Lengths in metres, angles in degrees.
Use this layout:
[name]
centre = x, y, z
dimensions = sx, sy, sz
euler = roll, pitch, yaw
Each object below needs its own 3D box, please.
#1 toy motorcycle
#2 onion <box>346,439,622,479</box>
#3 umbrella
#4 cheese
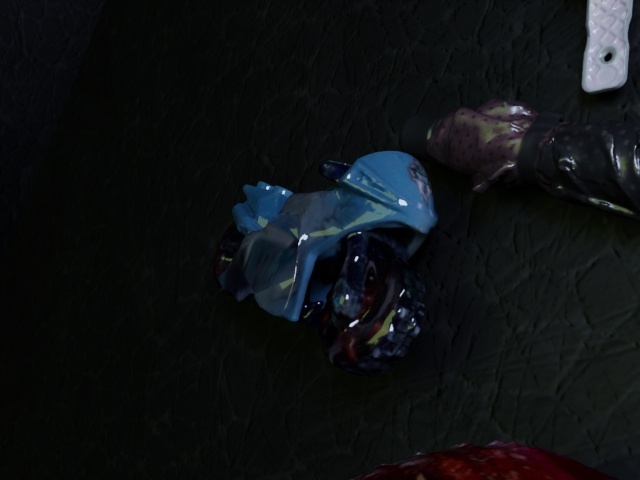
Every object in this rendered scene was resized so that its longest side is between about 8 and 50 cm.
[toy motorcycle]
centre = 0.000, 0.000, 0.762
dimensions = 0.416, 0.172, 0.232
euler = 19, 84, 58
[onion]
centre = 0.079, 0.327, 0.432
dimensions = 0.420, 0.397, 0.399
euler = 153, 128, -75
[umbrella]
centre = 0.198, -0.087, 0.607
dimensions = 0.326, 0.090, 0.094
euler = 24, 117, 49
[cheese]
centre = 0.277, -0.263, 0.610
dimensions = 0.127, 0.050, 0.256
euler = 0, 76, 48
